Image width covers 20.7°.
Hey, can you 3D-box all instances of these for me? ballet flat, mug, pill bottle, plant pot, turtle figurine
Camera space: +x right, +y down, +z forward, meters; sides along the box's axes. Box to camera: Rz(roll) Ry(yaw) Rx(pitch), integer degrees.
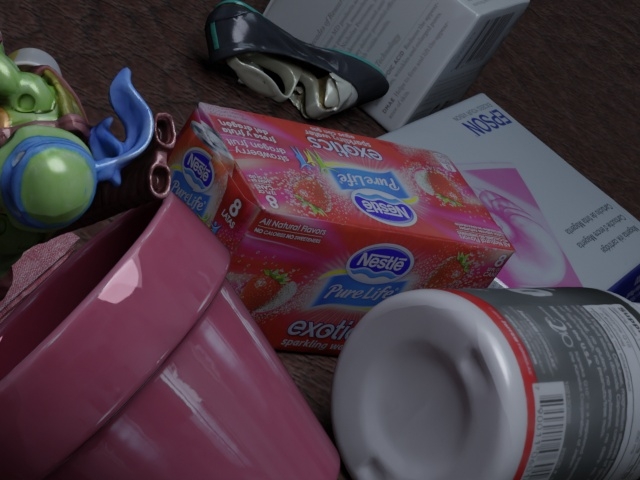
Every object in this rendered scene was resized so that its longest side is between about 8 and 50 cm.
[{"bbox_3d":[-0.022,-0.150,1.600,0.203,0.074,0.074,23,28,-34],"label":"ballet flat"},{"bbox_3d":[-0.227,-0.120,1.321,0.078,0.062,0.064,32,18,-19],"label":"mug"},{"bbox_3d":[0.156,0.113,1.253,0.283,0.161,0.161,1,42,-48],"label":"pill bottle"},{"bbox_3d":[-0.095,0.102,0.979,0.180,0.201,0.201,46,25,-13],"label":"plant pot"},{"bbox_3d":[-0.235,-0.047,0.957,0.198,0.274,0.266,58,-6,-19],"label":"turtle figurine"}]

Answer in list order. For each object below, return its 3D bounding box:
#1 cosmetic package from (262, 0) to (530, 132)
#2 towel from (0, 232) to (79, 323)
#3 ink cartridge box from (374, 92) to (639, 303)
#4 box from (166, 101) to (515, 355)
[{"bbox_3d":[0.075,-0.227,1.729,0.183,0.151,0.151,41,27,13],"label":"cosmetic package"},{"bbox_3d":[-0.336,-0.035,1.089,0.329,0.037,0.237,34,29,4],"label":"towel"},{"bbox_3d":[0.194,0.011,1.568,0.330,0.071,0.324,39,27,12],"label":"ink cartridge box"},{"bbox_3d":[0.000,0.000,1.300,0.257,0.128,0.123,9,36,-41],"label":"box"}]
